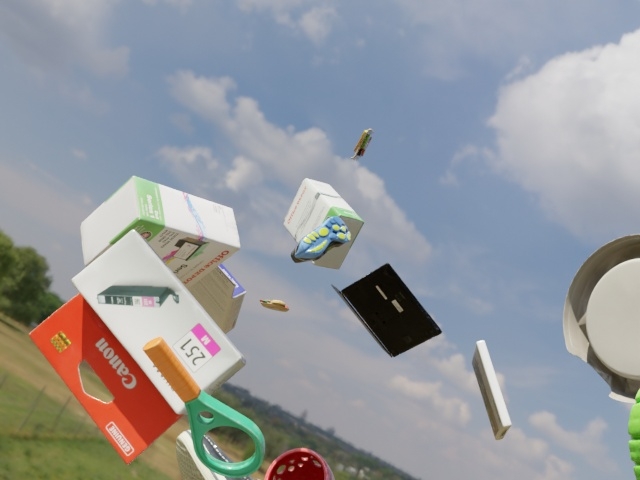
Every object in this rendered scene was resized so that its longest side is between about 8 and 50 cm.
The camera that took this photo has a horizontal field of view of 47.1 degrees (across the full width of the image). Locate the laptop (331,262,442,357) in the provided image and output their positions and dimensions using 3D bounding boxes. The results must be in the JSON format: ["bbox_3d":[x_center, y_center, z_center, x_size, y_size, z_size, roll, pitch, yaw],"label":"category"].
[{"bbox_3d":[0.169,0.180,1.970,0.264,0.136,0.234,-34,-81,33],"label":"laptop"}]

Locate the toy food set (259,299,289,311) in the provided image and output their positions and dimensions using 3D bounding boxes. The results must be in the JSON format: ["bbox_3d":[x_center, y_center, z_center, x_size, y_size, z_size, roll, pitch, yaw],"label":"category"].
[{"bbox_3d":[-0.124,0.175,1.992,0.083,0.020,0.083,7,-13,28],"label":"toy food set"}]

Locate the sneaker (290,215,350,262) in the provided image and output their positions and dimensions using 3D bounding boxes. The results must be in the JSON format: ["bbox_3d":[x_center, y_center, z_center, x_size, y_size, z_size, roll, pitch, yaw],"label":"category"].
[{"bbox_3d":[0.000,0.000,1.591,0.078,0.188,0.067,-31,-92,40],"label":"sneaker"}]

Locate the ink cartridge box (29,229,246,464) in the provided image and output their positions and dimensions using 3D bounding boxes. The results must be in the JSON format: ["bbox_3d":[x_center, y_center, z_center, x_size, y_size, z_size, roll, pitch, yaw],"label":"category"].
[{"bbox_3d":[-0.291,0.161,1.127,0.275,0.239,0.060,47,-8,13],"label":"ink cartridge box"}]

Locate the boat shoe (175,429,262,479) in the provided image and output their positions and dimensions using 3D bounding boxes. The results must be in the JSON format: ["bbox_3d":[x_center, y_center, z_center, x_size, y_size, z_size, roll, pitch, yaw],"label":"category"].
[{"bbox_3d":[-0.101,0.558,1.431,0.500,0.156,0.186,43,-39,19],"label":"boat shoe"}]

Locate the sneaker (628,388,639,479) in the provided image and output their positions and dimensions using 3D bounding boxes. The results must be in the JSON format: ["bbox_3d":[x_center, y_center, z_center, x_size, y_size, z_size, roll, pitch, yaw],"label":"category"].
[{"bbox_3d":[0.672,0.413,1.282,0.202,0.482,0.185,-7,6,-34],"label":"sneaker"}]

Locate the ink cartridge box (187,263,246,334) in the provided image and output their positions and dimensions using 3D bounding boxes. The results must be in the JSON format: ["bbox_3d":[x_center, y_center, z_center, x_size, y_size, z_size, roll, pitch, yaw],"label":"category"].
[{"bbox_3d":[-0.349,0.083,2.152,0.324,0.071,0.330,47,-34,15],"label":"ink cartridge box"}]

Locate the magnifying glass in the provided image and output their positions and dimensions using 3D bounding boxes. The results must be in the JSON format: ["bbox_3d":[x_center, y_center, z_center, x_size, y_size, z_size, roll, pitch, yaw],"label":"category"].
[{"bbox_3d":[-0.152,0.218,0.944,0.231,0.092,0.026,59,17,-19],"label":"magnifying glass"}]

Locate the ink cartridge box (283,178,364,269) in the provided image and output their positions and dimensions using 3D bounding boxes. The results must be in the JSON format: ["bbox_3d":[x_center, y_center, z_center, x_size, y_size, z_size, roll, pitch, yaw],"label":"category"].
[{"bbox_3d":[0.003,-0.046,1.903,0.087,0.153,0.208,12,25,-35],"label":"ink cartridge box"}]

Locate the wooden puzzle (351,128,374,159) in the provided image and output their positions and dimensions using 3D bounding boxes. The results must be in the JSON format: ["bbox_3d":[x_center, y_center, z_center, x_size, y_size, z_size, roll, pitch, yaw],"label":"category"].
[{"bbox_3d":[0.090,-0.197,1.522,0.014,0.078,0.116,32,14,6],"label":"wooden puzzle"}]

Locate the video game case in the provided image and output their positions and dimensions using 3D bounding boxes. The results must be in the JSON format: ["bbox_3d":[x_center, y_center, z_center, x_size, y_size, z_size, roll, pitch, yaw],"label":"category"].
[{"bbox_3d":[0.377,0.335,1.629,0.022,0.190,0.173,-14,-25,1],"label":"video game case"}]

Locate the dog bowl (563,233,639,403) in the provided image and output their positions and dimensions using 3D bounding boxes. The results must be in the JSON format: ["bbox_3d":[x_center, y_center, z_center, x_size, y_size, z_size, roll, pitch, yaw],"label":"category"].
[{"bbox_3d":[0.677,0.165,1.516,0.102,0.348,0.349,12,-4,-33],"label":"dog bowl"}]

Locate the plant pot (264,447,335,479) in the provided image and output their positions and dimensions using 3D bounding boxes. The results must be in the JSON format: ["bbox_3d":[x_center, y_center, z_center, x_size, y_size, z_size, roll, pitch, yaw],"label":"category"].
[{"bbox_3d":[-0.040,0.701,2.048,0.191,0.191,0.174,18,-28,36],"label":"plant pot"}]

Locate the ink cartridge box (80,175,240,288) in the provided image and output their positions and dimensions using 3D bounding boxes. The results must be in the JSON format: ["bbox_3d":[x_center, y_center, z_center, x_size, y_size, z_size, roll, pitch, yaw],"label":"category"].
[{"bbox_3d":[-0.345,-0.008,1.606,0.201,0.117,0.278,-35,-34,30],"label":"ink cartridge box"}]
